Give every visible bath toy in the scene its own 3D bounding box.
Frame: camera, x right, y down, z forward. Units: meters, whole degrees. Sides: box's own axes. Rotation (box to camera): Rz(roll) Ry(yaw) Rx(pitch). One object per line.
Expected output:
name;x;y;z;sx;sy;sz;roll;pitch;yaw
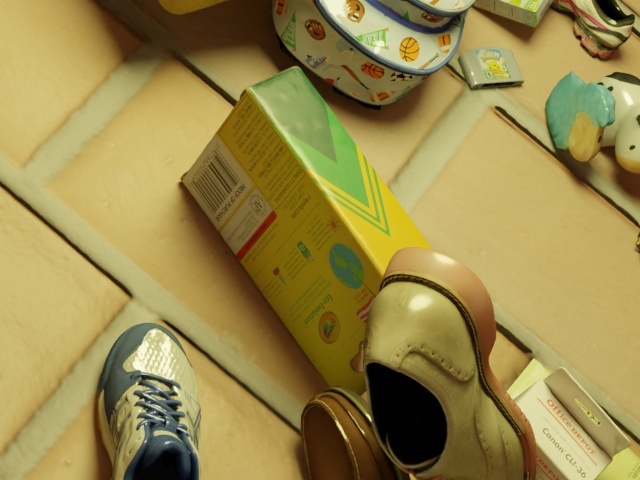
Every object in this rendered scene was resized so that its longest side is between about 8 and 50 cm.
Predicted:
bath toy;0.469;-0.159;2.189;0.348;0.129;0.151;-2;63;-29

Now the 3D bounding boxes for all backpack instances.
backpack;0.073;-0.305;2.030;0.276;0.213;0.263;26;64;-15

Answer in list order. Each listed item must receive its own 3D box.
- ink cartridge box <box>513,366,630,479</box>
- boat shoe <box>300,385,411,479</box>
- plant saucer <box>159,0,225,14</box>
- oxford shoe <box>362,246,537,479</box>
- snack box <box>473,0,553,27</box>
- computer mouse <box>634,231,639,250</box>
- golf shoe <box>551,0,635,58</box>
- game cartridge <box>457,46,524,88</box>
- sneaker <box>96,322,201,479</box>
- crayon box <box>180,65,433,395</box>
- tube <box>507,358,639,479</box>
ink cartridge box;0.225;0.227;1.785;0.115;0.198;0.067;48;52;5
boat shoe;0.035;0.293;1.701;0.104;0.111;0.307;-8;66;-32
plant saucer;-0.062;-0.452;1.848;0.332;0.081;0.333;-18;91;-12
oxford shoe;0.111;0.186;1.658;0.140;0.397;0.146;9;50;32
snack box;0.270;-0.353;2.215;0.100;0.037;0.141;23;62;20
computer mouse;0.490;0.032;2.140;0.193;0.042;0.106;40;51;-1
golf shoe;0.349;-0.337;2.259;0.186;0.086;0.067;48;52;7
game cartridge;0.219;-0.223;2.167;0.083;0.017;0.056;-8;62;-31
sneaker;-0.153;0.201;1.647;0.112;0.131;0.296;10;57;-20
crayon box;0.000;0.000;1.803;0.081;0.202;0.318;-28;78;-37
tube;0.309;0.241;1.913;0.240;0.062;0.070;42;11;7
